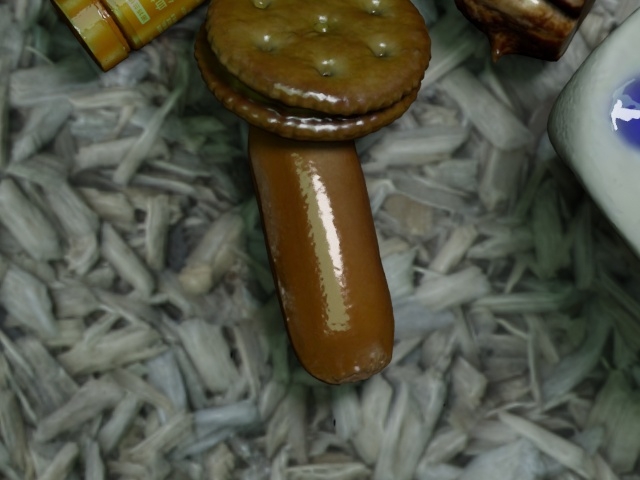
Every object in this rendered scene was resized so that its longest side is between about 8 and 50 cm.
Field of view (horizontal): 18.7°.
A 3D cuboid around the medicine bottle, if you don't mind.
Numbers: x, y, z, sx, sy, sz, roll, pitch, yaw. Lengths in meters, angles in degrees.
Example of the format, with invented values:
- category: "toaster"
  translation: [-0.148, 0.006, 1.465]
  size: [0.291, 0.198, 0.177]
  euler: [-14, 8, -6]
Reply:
- category: "medicine bottle"
  translation: [-0.157, -0.253, 1.860]
  size: [0.192, 0.096, 0.096]
  euler: [-36, 83, -6]

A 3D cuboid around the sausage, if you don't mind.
- category: "sausage"
  translation: [0.001, 0.000, 1.821]
  size: [0.105, 0.105, 0.274]
  euler: [-12, 82, -2]

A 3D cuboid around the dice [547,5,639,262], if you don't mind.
- category: "dice"
  translation: [0.402, -0.079, 1.708]
  size: [0.304, 0.277, 0.304]
  euler: [-39, 72, 9]

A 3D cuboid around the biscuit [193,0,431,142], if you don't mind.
- category: "biscuit"
  translation: [-0.006, -0.180, 1.819]
  size: [0.220, 0.066, 0.220]
  euler: [7, 45, -7]

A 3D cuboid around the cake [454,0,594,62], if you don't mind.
- category: "cake"
  translation: [0.200, -0.311, 1.828]
  size: [0.198, 0.196, 0.293]
  euler: [29, 87, 6]
